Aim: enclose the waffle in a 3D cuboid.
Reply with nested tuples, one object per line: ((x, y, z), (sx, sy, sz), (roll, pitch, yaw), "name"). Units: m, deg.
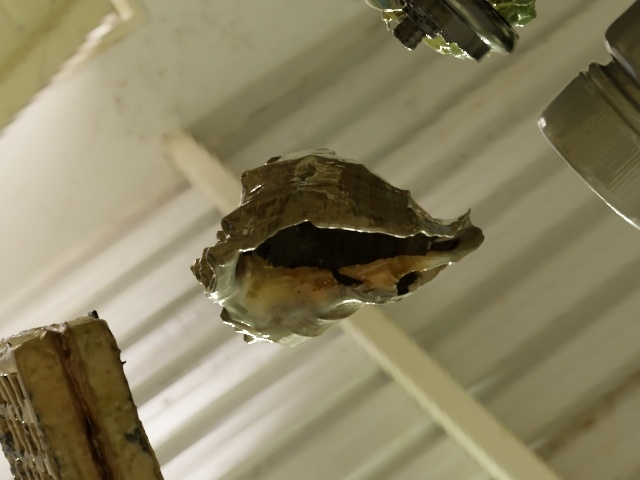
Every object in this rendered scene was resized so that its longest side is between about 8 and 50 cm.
((-0.261, 0.215, 1.899), (0.114, 0.261, 0.376), (-23, -177, -18), "waffle")

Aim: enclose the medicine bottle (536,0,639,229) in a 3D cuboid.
((0.403, -0.183, 1.859), (0.339, 0.208, 0.208), (-46, -151, 14), "medicine bottle")

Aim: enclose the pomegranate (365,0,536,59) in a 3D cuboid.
((0.183, -0.350, 2.039), (0.260, 0.260, 0.341), (-4, -156, 37), "pomegranate")

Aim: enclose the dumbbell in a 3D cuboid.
((0.178, -0.306, 1.795), (0.290, 0.192, 0.192), (-47, -150, 10), "dumbbell")

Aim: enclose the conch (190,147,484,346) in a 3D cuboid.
((-0.005, -0.009, 1.864), (0.324, 0.186, 0.263), (-25, 166, 21), "conch")
